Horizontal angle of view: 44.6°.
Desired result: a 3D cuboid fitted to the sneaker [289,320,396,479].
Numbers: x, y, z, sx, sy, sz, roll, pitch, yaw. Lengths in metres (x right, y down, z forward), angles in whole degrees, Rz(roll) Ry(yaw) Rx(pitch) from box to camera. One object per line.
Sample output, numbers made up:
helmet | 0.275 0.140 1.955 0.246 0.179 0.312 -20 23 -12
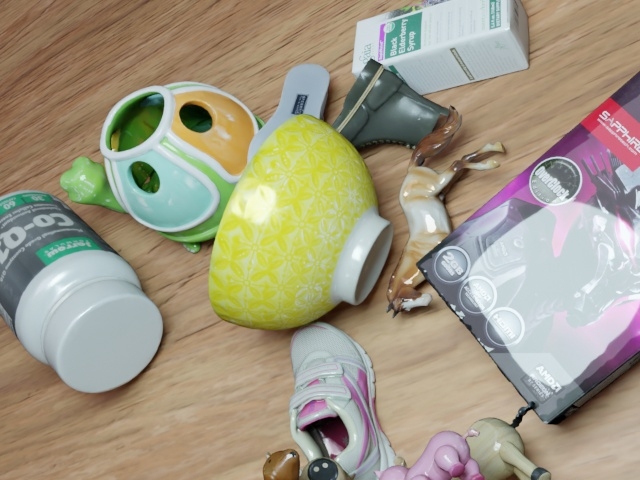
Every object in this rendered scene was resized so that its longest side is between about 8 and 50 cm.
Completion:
sneaker | 0.014 0.201 0.967 0.103 0.111 0.252 -35 52 15

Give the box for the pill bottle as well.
pill bottle | -0.417 0.076 1.262 0.361 0.204 0.204 34 88 40

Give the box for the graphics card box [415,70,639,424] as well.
graphics card box | 0.317 -0.002 0.849 0.371 0.094 0.232 -41 66 11

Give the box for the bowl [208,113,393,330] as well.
bowl | 0.000 0.000 0.999 0.156 0.289 0.289 23 81 18

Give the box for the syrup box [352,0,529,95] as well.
syrup box | 0.169 -0.280 1.114 0.237 0.096 0.093 -8 62 30

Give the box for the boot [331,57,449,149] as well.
boot | 0.082 -0.145 1.125 0.198 0.137 0.077 -59 2 41

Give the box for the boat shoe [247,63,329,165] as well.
boat shoe | -0.038 -0.154 1.171 0.095 0.084 0.258 16 54 11

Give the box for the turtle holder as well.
turtle holder | -0.237 -0.134 1.230 0.320 0.227 0.243 15 77 38

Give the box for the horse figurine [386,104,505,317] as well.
horse figurine | 0.161 -0.038 1.016 0.175 0.066 0.263 -16 66 27

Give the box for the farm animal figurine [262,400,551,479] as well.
farm animal figurine | 0.050 0.309 0.820 0.172 0.330 0.326 -133 45 -58
